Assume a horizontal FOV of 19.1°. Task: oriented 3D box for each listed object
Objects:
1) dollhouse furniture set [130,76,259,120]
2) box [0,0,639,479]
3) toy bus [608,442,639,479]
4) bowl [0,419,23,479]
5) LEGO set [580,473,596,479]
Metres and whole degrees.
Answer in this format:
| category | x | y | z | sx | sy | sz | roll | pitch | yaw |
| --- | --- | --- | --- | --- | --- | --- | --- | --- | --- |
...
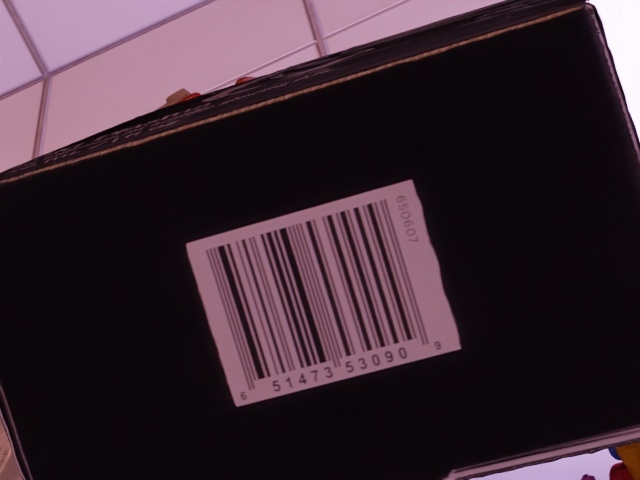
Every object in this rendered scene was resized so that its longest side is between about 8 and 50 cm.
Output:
| category | x | y | z | sx | sy | sz | roll | pitch | yaw |
| --- | --- | --- | --- | --- | --- | --- | --- | --- | --- |
| dollhouse furniture set | 0.000 | 0.000 | 1.818 | 0.201 | 0.374 | 0.152 | -34 | 19 | -15 |
| box | 0.041 | 0.002 | 1.471 | 0.480 | 0.297 | 0.472 | -16 | 6 | 14 |
| toy bus | 0.326 | 0.135 | 1.504 | 0.220 | 0.149 | 0.211 | -41 | 11 | -37 |
| bowl | -0.241 | 0.230 | 1.707 | 0.289 | 0.156 | 0.289 | -40 | 29 | 28 |
| LEGO set | 0.254 | 0.227 | 1.411 | 0.227 | 0.093 | 0.087 | 1 | 35 | 48 |
